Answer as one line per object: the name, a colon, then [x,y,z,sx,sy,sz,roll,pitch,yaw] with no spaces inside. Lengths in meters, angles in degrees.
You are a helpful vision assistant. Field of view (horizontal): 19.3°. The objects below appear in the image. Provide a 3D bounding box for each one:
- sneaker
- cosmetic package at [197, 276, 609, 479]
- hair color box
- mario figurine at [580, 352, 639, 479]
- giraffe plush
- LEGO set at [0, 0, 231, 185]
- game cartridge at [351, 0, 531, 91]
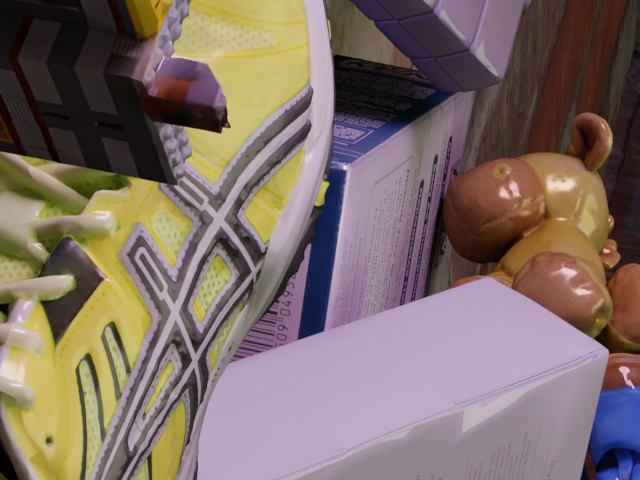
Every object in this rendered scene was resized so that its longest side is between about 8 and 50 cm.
sneaker: [-0.089,0.018,0.672,0.147,0.145,0.385,2,98,-77]
cosmetic package: [-0.013,0.229,0.954,0.284,0.097,0.377,-17,127,-41]
hair color box: [0.000,0.000,1.115,0.347,0.105,0.174,-36,137,-71]
mario figurine: [0.189,0.240,1.087,0.198,0.170,0.321,119,-31,-62]
giraffe plush: [0.141,0.014,1.177,0.210,0.181,0.171,25,49,-49]
LEGO set: [-0.075,-0.173,0.449,0.255,0.192,0.331,84,21,-53]
game cartridge: [0.069,-0.287,1.057,0.230,0.068,0.355,44,54,-45]
